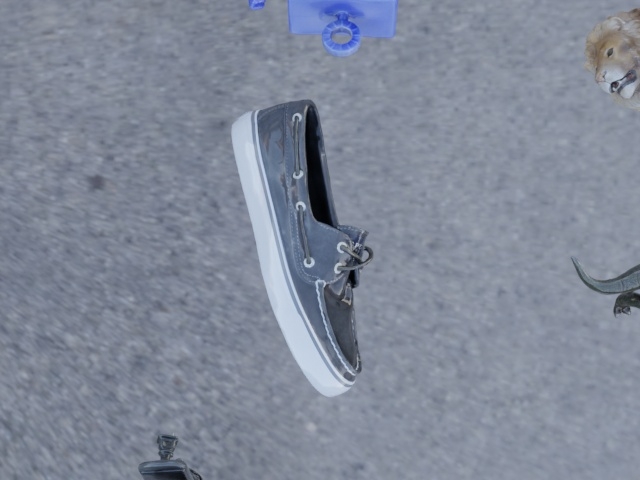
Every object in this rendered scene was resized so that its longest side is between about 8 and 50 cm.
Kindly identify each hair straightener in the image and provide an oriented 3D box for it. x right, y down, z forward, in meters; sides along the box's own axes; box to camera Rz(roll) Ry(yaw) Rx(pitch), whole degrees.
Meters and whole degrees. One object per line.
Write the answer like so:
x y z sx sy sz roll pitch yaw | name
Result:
-0.117 0.212 1.131 0.047 0.230 0.089 -5 72 6 | hair straightener

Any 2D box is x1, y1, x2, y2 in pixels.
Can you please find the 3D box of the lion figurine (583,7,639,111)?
0.497 -0.287 1.531 0.142 0.240 0.392 -10 142 -53 | lion figurine

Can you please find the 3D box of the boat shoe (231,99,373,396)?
0.000 0.000 0.982 0.080 0.076 0.229 19 53 -65 | boat shoe

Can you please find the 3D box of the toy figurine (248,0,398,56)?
0.053 -0.252 1.320 0.362 0.191 0.217 5 53 1 | toy figurine

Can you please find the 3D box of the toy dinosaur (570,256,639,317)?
0.442 0.066 1.495 0.313 0.160 0.121 35 55 -4 | toy dinosaur
